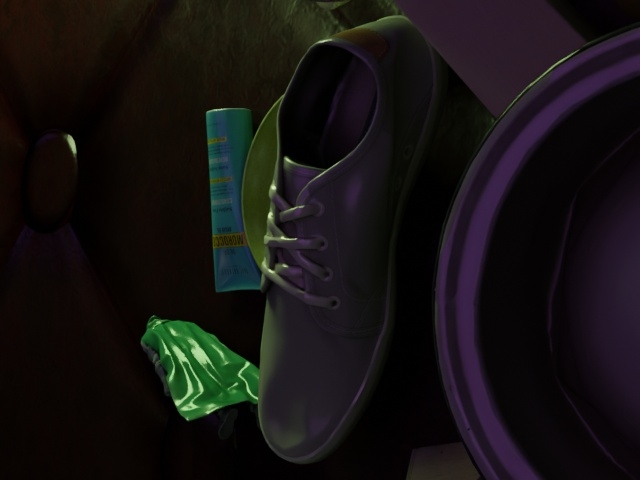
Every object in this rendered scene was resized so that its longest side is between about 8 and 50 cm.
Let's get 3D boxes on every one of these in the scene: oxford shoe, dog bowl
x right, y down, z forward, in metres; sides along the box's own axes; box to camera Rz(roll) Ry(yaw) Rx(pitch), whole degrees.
[{"bbox_3d":[0.000,0.000,1.159,0.169,0.130,0.449,24,105,40],"label":"oxford shoe"},{"bbox_3d":[0.292,0.050,0.850,0.408,0.150,0.408,-1,89,33],"label":"dog bowl"}]

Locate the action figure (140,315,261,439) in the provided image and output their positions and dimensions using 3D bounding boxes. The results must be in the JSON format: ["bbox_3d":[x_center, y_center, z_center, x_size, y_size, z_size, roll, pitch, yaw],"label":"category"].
[{"bbox_3d":[-0.139,0.143,1.358,0.232,0.137,0.063,36,124,50],"label":"action figure"}]

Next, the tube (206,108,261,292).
[{"bbox_3d":[-0.099,-0.045,1.374,0.080,0.052,0.207,-6,88,51],"label":"tube"}]

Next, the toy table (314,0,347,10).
[{"bbox_3d":[0.007,-0.335,1.148,0.161,0.274,0.252,26,130,55],"label":"toy table"}]

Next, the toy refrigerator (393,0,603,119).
[{"bbox_3d":[0.186,-0.165,1.067,0.102,0.094,0.269,-51,55,23],"label":"toy refrigerator"}]

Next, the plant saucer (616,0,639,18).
[{"bbox_3d":[0.347,-0.281,0.849,0.333,0.081,0.333,29,125,42],"label":"plant saucer"}]

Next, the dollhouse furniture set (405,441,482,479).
[{"bbox_3d":[0.142,0.292,0.985,0.161,0.212,0.242,-19,46,44],"label":"dollhouse furniture set"}]

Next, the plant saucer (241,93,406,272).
[{"bbox_3d":[0.010,-0.053,1.269,0.241,0.037,0.241,-6,81,44],"label":"plant saucer"}]
